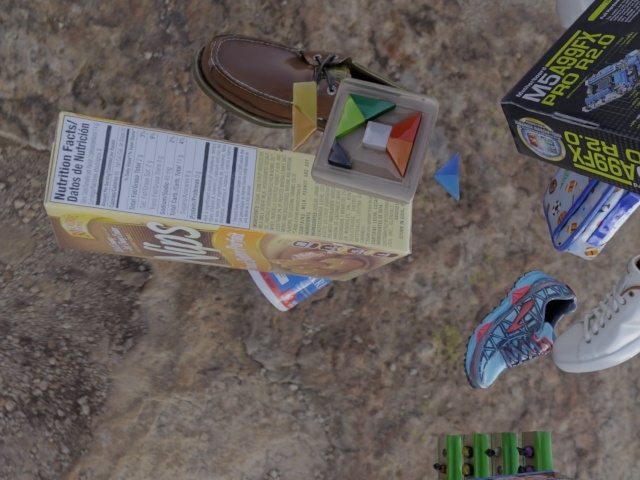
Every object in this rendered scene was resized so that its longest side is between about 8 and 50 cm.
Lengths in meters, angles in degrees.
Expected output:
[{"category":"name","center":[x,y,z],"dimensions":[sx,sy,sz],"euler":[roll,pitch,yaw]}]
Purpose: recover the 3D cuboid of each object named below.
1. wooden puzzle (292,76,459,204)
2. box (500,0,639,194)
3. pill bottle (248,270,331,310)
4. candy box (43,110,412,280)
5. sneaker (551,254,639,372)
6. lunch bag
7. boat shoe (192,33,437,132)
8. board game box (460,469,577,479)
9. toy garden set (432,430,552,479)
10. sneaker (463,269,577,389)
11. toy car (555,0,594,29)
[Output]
[{"category":"wooden puzzle","center":[0.034,-0.065,0.435],"dimensions":[0.116,0.014,0.079],"euler":[8,78,8]},{"category":"box","center":[0.293,-0.140,0.463],"dimensions":[0.270,0.216,0.060],"euler":[-47,131,-10]},{"category":"pill bottle","center":[0.000,0.000,1.044],"dimensions":[0.221,0.124,0.124],"euler":[-34,102,4]},{"category":"candy box","center":[-0.091,-0.029,0.668],"dimensions":[0.316,0.183,0.088],"euler":[7,76,-16]},{"category":"sneaker","center":[0.439,0.086,0.980],"dimensions":[0.123,0.290,0.106],"euler":[44,34,-13]},{"category":"lunch bag","center":[0.605,-0.119,1.481],"dimensions":[0.115,0.303,0.243],"euler":[18,40,-6]},{"category":"boat shoe","center":[0.003,-0.190,0.838],"dimensions":[0.307,0.104,0.111],"euler":[12,72,-27]},{"category":"board game box","center":[0.183,0.345,0.737],"dimensions":[0.232,0.291,0.141],"euler":[-8,76,3]},{"category":"toy garden set","center":[0.236,0.386,1.002],"dimensions":[0.049,0.244,0.204],"euler":[12,69,-23]},{"category":"sneaker","center":[0.366,0.169,1.246],"dimensions":[0.262,0.125,0.104],"euler":[-51,130,-11]},{"category":"toy car","center":[0.374,-0.300,0.789],"dimensions":[0.182,0.136,0.159],"euler":[8,110,-44]}]
